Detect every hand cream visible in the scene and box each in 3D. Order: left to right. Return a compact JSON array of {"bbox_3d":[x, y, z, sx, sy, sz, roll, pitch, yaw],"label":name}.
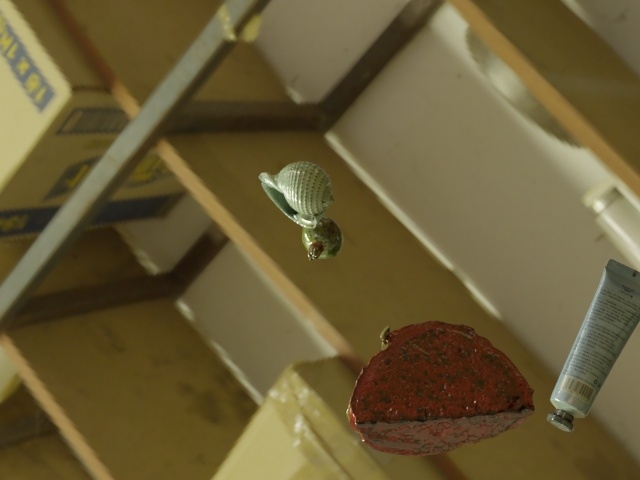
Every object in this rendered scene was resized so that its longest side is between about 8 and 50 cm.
[{"bbox_3d":[0.423,0.163,1.802,0.091,0.271,0.058,26,167,12],"label":"hand cream"}]

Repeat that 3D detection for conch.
[{"bbox_3d":[-0.019,-0.054,1.270,0.056,0.076,0.085,-36,-126,-22],"label":"conch"}]

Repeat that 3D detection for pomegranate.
[{"bbox_3d":[0.000,-0.004,1.967,0.073,0.073,0.084,49,-160,12],"label":"pomegranate"}]

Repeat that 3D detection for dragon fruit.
[{"bbox_3d":[0.187,0.257,2.041,0.316,0.152,0.205,-3,-128,-7],"label":"dragon fruit"}]
